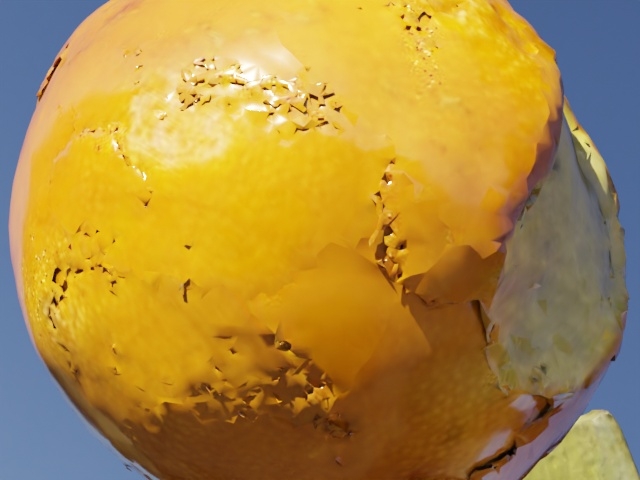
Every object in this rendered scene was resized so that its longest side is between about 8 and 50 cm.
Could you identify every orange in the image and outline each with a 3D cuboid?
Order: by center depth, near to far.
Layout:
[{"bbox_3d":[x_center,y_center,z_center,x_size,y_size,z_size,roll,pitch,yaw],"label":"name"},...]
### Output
[{"bbox_3d":[0.000,0.000,0.659,0.240,0.240,0.240,26,-35,20],"label":"orange"}]

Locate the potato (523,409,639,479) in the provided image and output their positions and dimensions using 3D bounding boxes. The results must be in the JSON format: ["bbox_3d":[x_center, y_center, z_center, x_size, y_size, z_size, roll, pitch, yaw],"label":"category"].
[{"bbox_3d":[0.078,0.252,0.926,0.112,0.269,0.255,-28,-100,55],"label":"potato"}]
